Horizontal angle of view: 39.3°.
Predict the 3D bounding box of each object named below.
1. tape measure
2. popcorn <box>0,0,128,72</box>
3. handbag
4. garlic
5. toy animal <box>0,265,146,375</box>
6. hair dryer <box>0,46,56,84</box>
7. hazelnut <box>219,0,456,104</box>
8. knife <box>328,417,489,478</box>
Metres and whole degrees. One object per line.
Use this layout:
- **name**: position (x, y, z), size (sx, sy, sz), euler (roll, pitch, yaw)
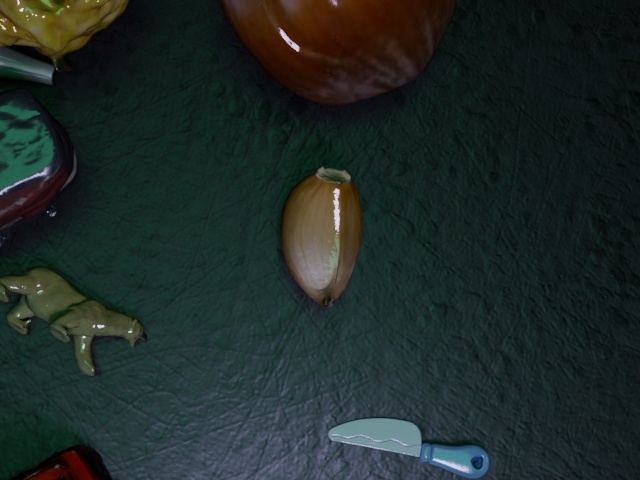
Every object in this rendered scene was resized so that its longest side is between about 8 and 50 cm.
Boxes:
- **tape measure**: position (-0.409, 0.377, 1.174), size (0.253, 0.260, 0.114), euler (-30, 86, -4)
- **popcorn**: position (-0.411, -0.382, 1.317), size (0.315, 0.297, 0.281), euler (9, 120, 28)
- **handbag**: position (-0.474, -0.092, 1.280), size (0.254, 0.181, 0.181), euler (-31, 87, -9)
- **garlic**: position (0.009, 0.000, 1.346), size (0.115, 0.128, 0.207), euler (7, 80, -48)
- **toy animal**: position (-0.366, 0.107, 1.311), size (0.218, 0.103, 0.101), euler (31, 55, 5)
- **hair dryer**: position (-0.491, -0.215, 1.373), size (0.167, 0.067, 0.199), euler (0, 91, -11)
- **hazelnut**: position (0.030, -0.380, 1.327), size (0.372, 0.315, 0.372), euler (-3, 110, -9)
- **knife**: position (0.134, 0.303, 1.346), size (0.244, 0.032, 0.058), euler (16, 81, 2)
